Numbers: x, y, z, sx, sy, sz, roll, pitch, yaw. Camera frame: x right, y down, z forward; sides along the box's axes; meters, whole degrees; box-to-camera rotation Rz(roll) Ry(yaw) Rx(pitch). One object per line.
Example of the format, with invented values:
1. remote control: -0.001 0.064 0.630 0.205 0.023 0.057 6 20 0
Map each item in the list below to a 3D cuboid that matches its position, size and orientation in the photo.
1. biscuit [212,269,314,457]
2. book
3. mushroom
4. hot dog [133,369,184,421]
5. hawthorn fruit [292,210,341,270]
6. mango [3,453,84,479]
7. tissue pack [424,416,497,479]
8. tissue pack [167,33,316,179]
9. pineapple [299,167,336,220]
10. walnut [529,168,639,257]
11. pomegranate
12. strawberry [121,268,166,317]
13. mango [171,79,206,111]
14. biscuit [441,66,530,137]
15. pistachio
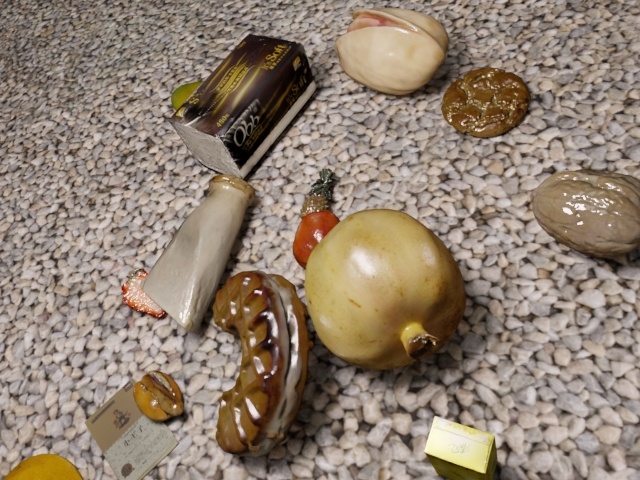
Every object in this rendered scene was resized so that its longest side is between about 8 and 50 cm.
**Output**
1. biscuit: -0.121 0.216 1.090 0.268 0.115 0.366 -49 43 39
2. book: -0.402 0.404 1.187 0.138 0.016 0.198 -43 55 -12
3. mushroom: -0.282 0.021 1.330 0.154 0.137 0.407 0 54 32
4. hot dog: -0.338 0.329 1.180 0.089 0.060 0.140 -30 52 -23
5. hawthorn fruit: 0.000 0.000 1.250 0.132 0.133 0.138 -16 45 8
6. mango: -0.530 0.506 1.106 0.227 0.109 0.147 11 58 23
7. tissue pack: 0.231 0.350 0.910 0.095 0.176 0.062 13 64 25
8. tissue pack: -0.191 -0.364 1.515 0.210 0.198 0.370 22 66 34
9. pineapple: 0.000 -0.106 1.362 0.074 0.074 0.159 3 54 20
10. walnut: 0.522 -0.059 1.097 0.230 0.178 0.178 21 66 34
11. pomegranate: 0.124 0.097 1.049 0.319 0.319 0.319 -9 55 13
12. strawberry: -0.419 0.133 1.358 0.104 0.048 0.152 -38 68 -17
13. mango: -0.352 -0.411 1.670 0.237 0.091 0.137 0 52 26
14. biscuit: 0.408 -0.348 1.399 0.225 0.042 0.226 -8 57 13
15. pistachio: 0.188 -0.497 1.457 0.308 0.230 0.230 28 70 31
